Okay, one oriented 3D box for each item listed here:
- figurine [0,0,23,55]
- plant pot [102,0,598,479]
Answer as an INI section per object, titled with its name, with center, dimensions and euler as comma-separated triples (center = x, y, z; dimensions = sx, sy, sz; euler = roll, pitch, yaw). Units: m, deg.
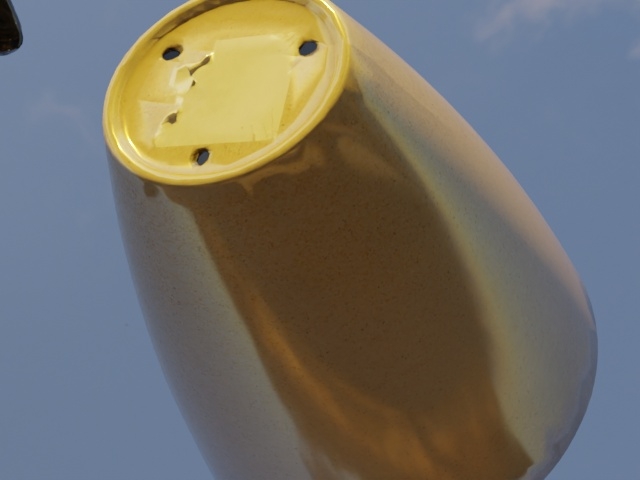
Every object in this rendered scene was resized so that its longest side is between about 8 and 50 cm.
[figurine]
center = -0.183, -0.181, 0.585
dimensions = 0.209, 0.092, 0.215
euler = 19, -122, 2
[plant pot]
center = 0.000, 0.000, 0.775
dimensions = 0.256, 0.274, 0.256
euler = -11, -127, 15
